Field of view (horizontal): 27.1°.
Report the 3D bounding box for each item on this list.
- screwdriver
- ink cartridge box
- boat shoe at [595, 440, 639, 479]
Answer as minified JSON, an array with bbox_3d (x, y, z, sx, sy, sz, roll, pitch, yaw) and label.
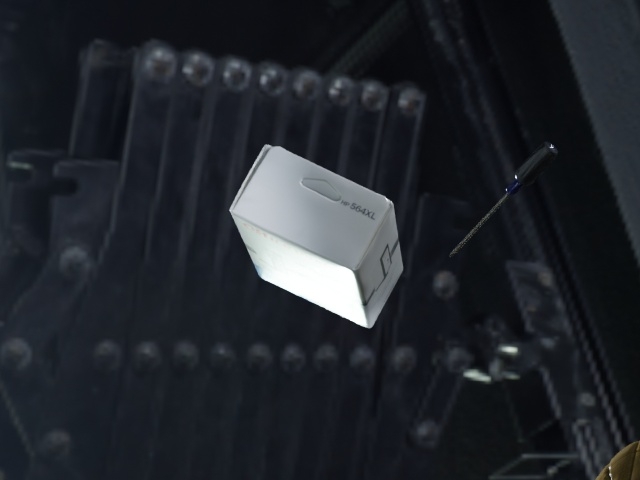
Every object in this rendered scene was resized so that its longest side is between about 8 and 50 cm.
[{"bbox_3d":[0.192,-0.042,1.415,0.170,0.024,0.025,-47,-154,30],"label":"screwdriver"},{"bbox_3d":[0.000,0.000,1.383,0.148,0.203,0.086,25,-105,15],"label":"ink cartridge box"},{"bbox_3d":[0.272,0.208,0.816,0.098,0.096,0.277,-48,-159,-1],"label":"boat shoe"}]
